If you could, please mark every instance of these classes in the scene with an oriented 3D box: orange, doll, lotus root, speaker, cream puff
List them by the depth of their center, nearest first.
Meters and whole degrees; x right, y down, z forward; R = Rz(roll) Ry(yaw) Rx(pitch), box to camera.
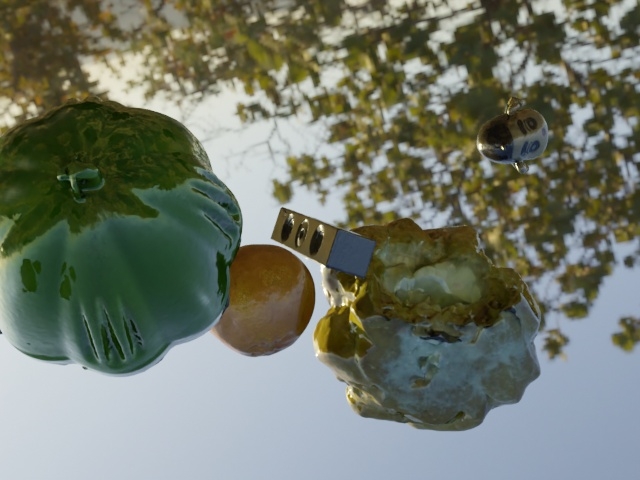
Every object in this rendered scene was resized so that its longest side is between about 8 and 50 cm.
[{"bbox_3d":[-0.135,-0.017,0.616,0.186,0.186,0.186,-16,-166,4],"label":"lotus root"},{"bbox_3d":[0.000,0.000,1.066,0.046,0.040,0.191,18,-179,-20],"label":"speaker"},{"bbox_3d":[0.254,-0.135,1.346,0.088,0.102,0.179,-8,-169,23],"label":"doll"},{"bbox_3d":[-0.082,0.081,1.349,0.158,0.136,0.159,-12,153,-6],"label":"orange"},{"bbox_3d":[0.147,0.123,1.497,0.323,0.274,0.270,6,-153,-6],"label":"cream puff"}]

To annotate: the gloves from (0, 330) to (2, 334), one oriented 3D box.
[{"bbox_3d":[-0.289,0.034,0.931,0.124,0.164,0.203,13,-152,31],"label":"gloves"}]
